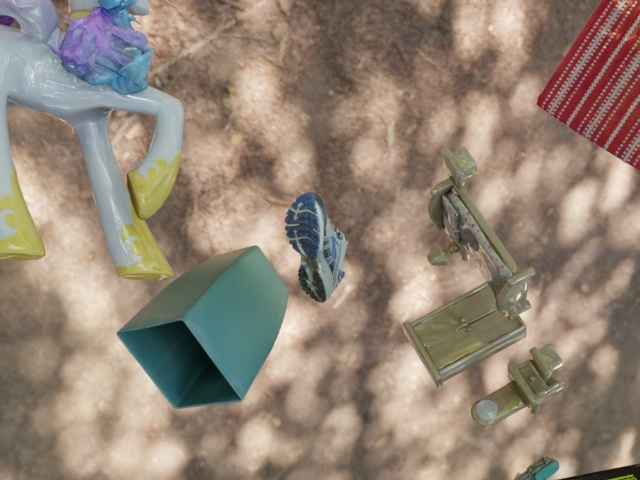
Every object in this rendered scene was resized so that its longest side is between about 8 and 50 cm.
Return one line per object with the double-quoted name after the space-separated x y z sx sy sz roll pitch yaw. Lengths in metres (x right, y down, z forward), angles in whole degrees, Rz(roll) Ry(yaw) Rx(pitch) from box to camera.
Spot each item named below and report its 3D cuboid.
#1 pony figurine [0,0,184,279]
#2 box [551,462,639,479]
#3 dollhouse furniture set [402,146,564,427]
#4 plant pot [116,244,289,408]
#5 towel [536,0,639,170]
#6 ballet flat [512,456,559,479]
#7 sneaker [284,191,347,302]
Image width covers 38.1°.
-0.277 -0.155 0.811 0.351 0.303 0.364 2 78 -20 "pony figurine"
0.213 0.296 0.866 0.184 0.045 0.191 -2 126 -26 "box"
0.218 0.093 1.373 0.173 0.303 0.355 -28 152 -4 "dollhouse furniture set"
-0.164 0.125 1.484 0.166 0.165 0.234 58 44 -20 "plant pot"
0.431 -0.185 1.156 0.031 0.275 0.199 8 117 -58 "towel"
0.366 0.416 1.624 0.114 0.041 0.041 -31 135 -13 "ballet flat"
0.000 0.000 1.029 0.058 0.052 0.135 -37 134 -37 "sneaker"
